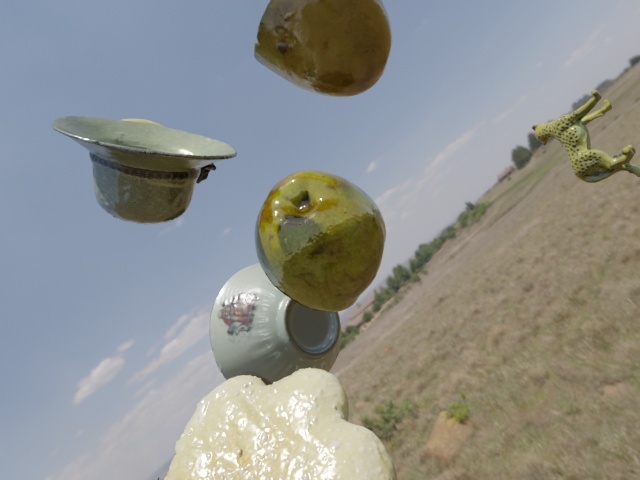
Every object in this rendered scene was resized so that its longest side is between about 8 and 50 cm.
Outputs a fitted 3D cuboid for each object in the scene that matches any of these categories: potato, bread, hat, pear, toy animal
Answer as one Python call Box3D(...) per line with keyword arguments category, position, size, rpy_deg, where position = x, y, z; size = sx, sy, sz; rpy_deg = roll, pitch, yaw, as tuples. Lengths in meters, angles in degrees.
Box3D(category="potato", position=(0.025, -0.281, 0.761), size=(0.203, 0.158, 0.178), rpy_deg=(-49, -11, 25))
Box3D(category="bread", position=(-0.041, 0.192, 0.357), size=(0.182, 0.039, 0.250), rpy_deg=(-9, 42, 27))
Box3D(category="hat", position=(-0.262, -0.094, 0.804), size=(0.257, 0.257, 0.130), rpy_deg=(-24, -50, -63))
Box3D(category="pear", position=(0.000, 0.000, 0.781), size=(0.200, 0.200, 0.200), rpy_deg=(-40, -8, -7))
Box3D(category="toy animal", position=(0.479, -0.166, 0.984), size=(0.073, 0.181, 0.136), rpy_deg=(-3, -23, -46))

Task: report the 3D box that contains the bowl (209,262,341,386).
Box3D(category="bowl", position=(-0.061, 0.193, 1.208), size=(0.337, 0.337, 0.158), rpy_deg=(-34, 6, -40))

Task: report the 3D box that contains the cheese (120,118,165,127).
Box3D(category="cheese", position=(-0.269, -0.166, 0.952), size=(0.163, 0.086, 0.036), rpy_deg=(0, 10, -20))
